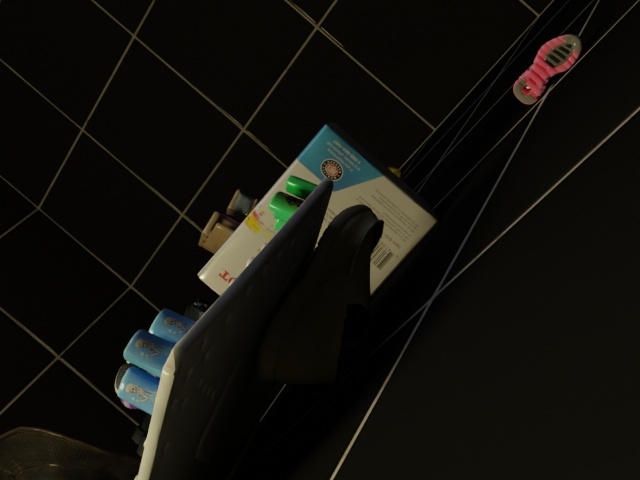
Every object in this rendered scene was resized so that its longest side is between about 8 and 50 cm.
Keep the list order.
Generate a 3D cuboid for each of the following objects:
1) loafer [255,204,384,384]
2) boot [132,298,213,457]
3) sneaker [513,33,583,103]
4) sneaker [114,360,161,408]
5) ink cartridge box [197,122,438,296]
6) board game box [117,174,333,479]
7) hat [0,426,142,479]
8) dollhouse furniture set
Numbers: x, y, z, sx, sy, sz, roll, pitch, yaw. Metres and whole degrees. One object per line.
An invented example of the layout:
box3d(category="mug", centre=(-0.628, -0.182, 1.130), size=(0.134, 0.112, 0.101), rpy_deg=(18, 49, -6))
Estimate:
box3d(category="loafer", centre=(0.018, 0.066, 1.057), size=(0.269, 0.092, 0.102), rpy_deg=(-58, -11, -41))
box3d(category="boot", centre=(-0.166, 0.186, 1.257), size=(0.246, 0.094, 0.207), rpy_deg=(136, 157, -79))
box3d(category="sneaker", centre=(0.309, -0.235, 1.284), size=(0.057, 0.047, 0.119), rpy_deg=(-35, -8, -46))
box3d(category="sneaker", centre=(-0.154, 0.151, 1.015), size=(0.170, 0.068, 0.071), rpy_deg=(-19, -64, -67))
box3d(category="ink cartridge box", centre=(0.000, 0.000, 1.346), size=(0.270, 0.198, 0.197), rpy_deg=(-49, 2, 9))
box3d(category="board game box", centre=(-0.115, 0.163, 0.971), size=(0.390, 0.050, 0.390), rpy_deg=(-53, -18, -59))
box3d(category="hat", centre=(-0.387, 0.417, 1.437), size=(0.331, 0.331, 0.134), rpy_deg=(-48, 24, 45))
box3d(category="dollhouse furniture set", centre=(-0.008, -0.073, 1.690), size=(0.303, 0.286, 0.198), rpy_deg=(-63, 7, -24))
